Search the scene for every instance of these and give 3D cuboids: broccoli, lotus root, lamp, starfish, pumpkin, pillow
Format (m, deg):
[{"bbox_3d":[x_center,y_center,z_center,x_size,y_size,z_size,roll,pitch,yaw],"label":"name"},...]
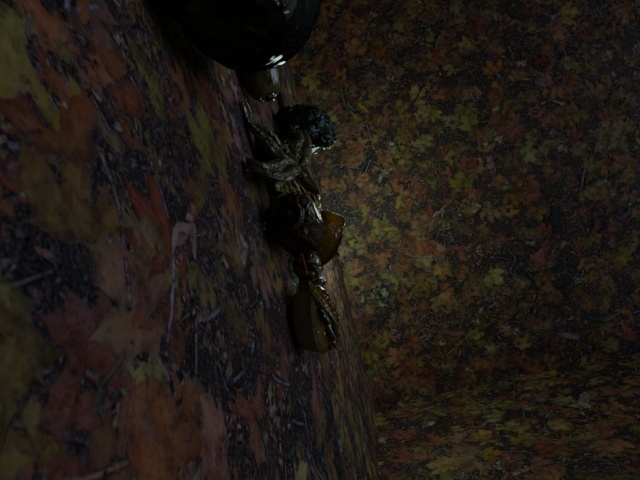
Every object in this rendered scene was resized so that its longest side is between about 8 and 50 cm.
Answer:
[{"bbox_3d":[-0.074,-0.503,2.062,0.304,0.320,0.284,-80,-172,-51],"label":"broccoli"},{"bbox_3d":[-0.221,-0.618,1.492,0.154,0.153,0.279,-59,129,-81],"label":"lotus root"},{"bbox_3d":[-0.077,-0.051,1.372,0.274,0.176,0.177,53,24,-73],"label":"lamp"},{"bbox_3d":[-0.133,-0.298,1.402,0.323,0.082,0.433,24,38,-33],"label":"starfish"},{"bbox_3d":[-0.173,-0.605,0.945,0.454,0.343,0.456,8,90,-77],"label":"pumpkin"},{"bbox_3d":[-0.183,-0.308,1.468,0.048,0.090,0.150,-49,-143,43],"label":"pillow"},{"bbox_3d":[-0.042,0.117,1.564,0.118,0.118,0.254,-44,118,-83],"label":"lamp"}]

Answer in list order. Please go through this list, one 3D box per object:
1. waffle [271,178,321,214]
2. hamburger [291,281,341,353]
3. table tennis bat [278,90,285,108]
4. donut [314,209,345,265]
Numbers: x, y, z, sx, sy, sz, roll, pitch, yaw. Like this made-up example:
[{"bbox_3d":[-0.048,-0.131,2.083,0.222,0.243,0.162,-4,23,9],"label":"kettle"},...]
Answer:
[{"bbox_3d":[-0.101,-0.204,1.600,0.325,0.068,0.303,33,36,-54],"label":"waffle"},{"bbox_3d":[-0.013,0.248,1.372,0.237,0.147,0.237,-14,90,-87],"label":"hamburger"},{"bbox_3d":[-0.196,-0.700,2.354,0.321,0.050,0.199,-103,177,-56],"label":"table tennis bat"},{"bbox_3d":[0.001,-0.001,1.702,0.118,0.254,0.254,25,30,-19],"label":"donut"}]
